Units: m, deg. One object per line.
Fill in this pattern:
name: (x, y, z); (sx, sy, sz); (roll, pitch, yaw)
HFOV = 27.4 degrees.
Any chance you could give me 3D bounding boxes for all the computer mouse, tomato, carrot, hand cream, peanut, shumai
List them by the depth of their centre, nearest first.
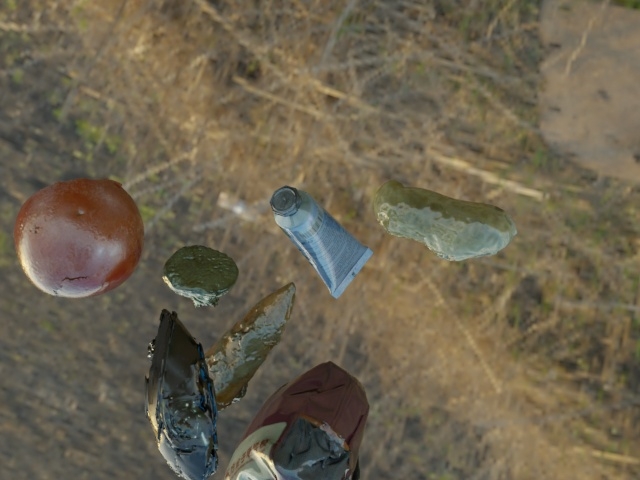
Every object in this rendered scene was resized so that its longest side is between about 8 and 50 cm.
computer mouse: (-0.187, 0.204, 1.694); (0.078, 0.241, 0.146); (-5, 159, -22)
hand cream: (0.000, 0.000, 1.860); (0.058, 0.091, 0.271); (32, 172, 32)
peanut: (0.178, -0.028, 1.912); (0.214, 0.099, 0.099); (21, 150, 10)
tomato: (-0.380, 0.000, 2.085); (0.208, 0.184, 0.208); (-10, 175, -1)
carrot: (-0.120, 0.166, 2.172); (0.102, 0.102, 0.263); (32, 111, -23)
shumai: (-0.203, 0.069, 2.200); (0.124, 0.099, 0.087); (12, 142, -3)

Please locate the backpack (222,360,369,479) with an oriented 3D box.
backpack: (-0.032, 0.355, 2.201); (0.197, 0.317, 0.283); (40, 132, -10)
